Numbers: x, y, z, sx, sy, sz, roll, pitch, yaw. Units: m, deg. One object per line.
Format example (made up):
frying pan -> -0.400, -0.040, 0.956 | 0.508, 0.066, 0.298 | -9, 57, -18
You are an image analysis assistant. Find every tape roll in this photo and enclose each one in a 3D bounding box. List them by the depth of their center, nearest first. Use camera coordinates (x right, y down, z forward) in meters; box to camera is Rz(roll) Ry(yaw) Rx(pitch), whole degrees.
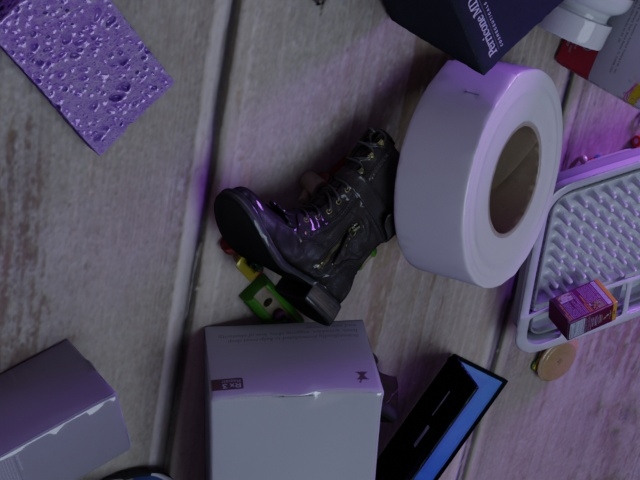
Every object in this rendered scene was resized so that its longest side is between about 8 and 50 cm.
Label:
tape roll -> 0.203, -0.088, 1.854 | 0.286, 0.100, 0.286 | -34, 132, -48

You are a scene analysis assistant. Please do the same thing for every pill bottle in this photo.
pill bottle -> 0.355, -0.359, 1.849 | 0.121, 0.121, 0.221 | 7, 114, -43

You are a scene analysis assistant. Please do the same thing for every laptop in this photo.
laptop -> 0.185, 0.301, 2.160 | 0.136, 0.264, 0.234 | 33, 96, -11

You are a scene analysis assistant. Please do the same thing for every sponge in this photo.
sponge -> -0.248, -0.193, 1.523 | 0.117, 0.031, 0.210 | -44, 138, -7

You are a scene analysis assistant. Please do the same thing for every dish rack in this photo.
dish rack -> 0.404, -0.001, 2.139 | 0.285, 0.072, 0.333 | -16, 137, -20

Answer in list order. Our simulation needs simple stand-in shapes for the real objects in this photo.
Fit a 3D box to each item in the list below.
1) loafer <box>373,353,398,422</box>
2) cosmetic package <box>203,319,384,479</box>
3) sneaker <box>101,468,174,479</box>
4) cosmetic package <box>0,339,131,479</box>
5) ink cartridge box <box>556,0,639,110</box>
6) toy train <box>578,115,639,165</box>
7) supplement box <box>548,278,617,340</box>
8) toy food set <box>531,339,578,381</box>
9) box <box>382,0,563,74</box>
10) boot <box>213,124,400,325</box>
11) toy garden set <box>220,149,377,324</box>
loafer -> 0.034, 0.178, 2.006 | 0.220, 0.080, 0.078 | 40, 57, -47
cosmetic package -> -0.044, 0.298, 1.901 | 0.217, 0.156, 0.385 | -1, 122, -8
sneaker -> -0.266, 0.349, 1.855 | 0.211, 0.081, 0.080 | -14, 125, -35
cosmetic package -> -0.349, 0.227, 1.666 | 0.238, 0.127, 0.107 | -25, 132, -23
ink cartridge box -> 0.479, -0.262, 1.885 | 0.131, 0.306, 0.226 | 7, 115, -42
toy train -> 0.447, -0.110, 2.159 | 0.166, 0.046, 0.125 | -41, 137, -10
supplement box -> 0.378, 0.100, 2.122 | 0.083, 0.055, 0.043 | -21, 138, -14
toy food set -> 0.371, 0.185, 2.323 | 0.082, 0.020, 0.083 | 29, 99, -47
box -> 0.184, -0.423, 1.616 | 0.312, 0.179, 0.343 | -42, 137, -11
boot -> 0.006, -0.048, 1.765 | 0.229, 0.091, 0.263 | -54, 134, -15
toy garden set -> 0.000, 0.000, 1.856 | 0.244, 0.049, 0.204 | -45, 138, -6
